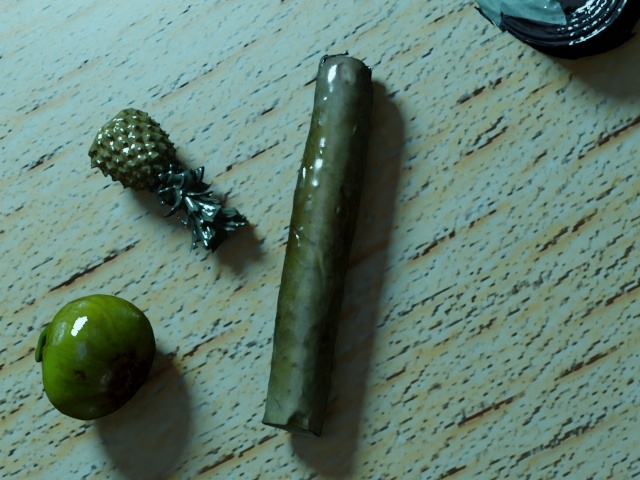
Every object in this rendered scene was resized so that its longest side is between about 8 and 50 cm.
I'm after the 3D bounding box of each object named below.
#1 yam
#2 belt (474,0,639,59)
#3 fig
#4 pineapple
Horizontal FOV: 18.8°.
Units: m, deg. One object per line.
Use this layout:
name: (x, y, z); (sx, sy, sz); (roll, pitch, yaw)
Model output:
yam: (0.000, 0.000, 1.308); (0.046, 0.046, 0.264); (6, 81, 19)
belt: (0.154, -0.181, 1.292); (0.140, 0.058, 0.105); (45, 100, 18)
fig: (-0.161, 0.073, 1.334); (0.098, 0.082, 0.084); (36, 127, 37)
pineapple: (-0.103, -0.040, 1.355); (0.124, 0.058, 0.058); (39, 92, 8)
